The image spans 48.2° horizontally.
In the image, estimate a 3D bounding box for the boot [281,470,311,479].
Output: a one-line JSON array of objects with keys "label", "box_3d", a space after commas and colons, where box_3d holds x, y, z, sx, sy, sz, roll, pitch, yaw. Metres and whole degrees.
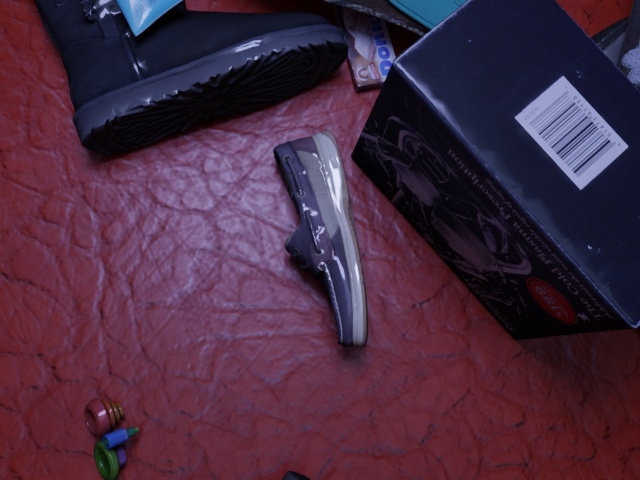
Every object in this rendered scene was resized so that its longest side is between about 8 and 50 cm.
[{"label": "boot", "box_3d": [0.012, 0.488, 0.799, 0.377, 0.138, 0.284, 43, 79, 9]}]

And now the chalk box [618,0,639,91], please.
[{"label": "chalk box", "box_3d": [0.527, -0.289, 0.927, 0.179, 0.180, 0.288, 26, 76, -40]}]

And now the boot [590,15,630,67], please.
[{"label": "boot", "box_3d": [0.390, -0.180, 0.992, 0.161, 0.083, 0.246, 45, 79, -9]}]

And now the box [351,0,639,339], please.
[{"label": "box", "box_3d": [0.228, -0.070, 0.828, 0.179, 0.312, 0.343, -40, 85, -10]}]

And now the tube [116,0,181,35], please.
[{"label": "tube", "box_3d": [-0.243, -0.346, 0.840, 0.080, 0.052, 0.207, -36, 88, 8]}]

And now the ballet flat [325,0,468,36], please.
[{"label": "ballet flat", "box_3d": [0.063, -0.372, 0.915, 0.483, 0.182, 0.164, 24, 113, -19]}]

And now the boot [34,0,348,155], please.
[{"label": "boot", "box_3d": [-0.207, -0.378, 0.941, 0.367, 0.146, 0.445, -19, 78, -10]}]

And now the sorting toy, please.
[{"label": "sorting toy", "box_3d": [-0.251, 0.239, 0.872, 0.042, 0.061, 0.102, -14, 89, -41]}]

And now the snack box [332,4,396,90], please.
[{"label": "snack box", "box_3d": [0.058, -0.299, 0.999, 0.064, 0.022, 0.178, -13, 81, -9]}]

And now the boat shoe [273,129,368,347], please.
[{"label": "boat shoe", "box_3d": [0.000, 0.000, 0.908, 0.092, 0.103, 0.285, -10, 78, -1]}]
